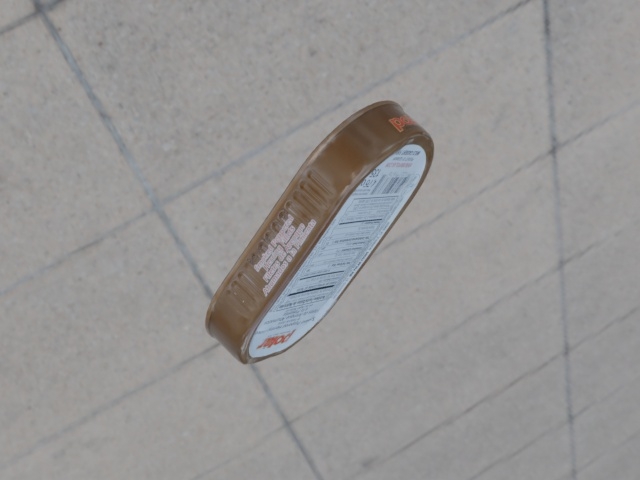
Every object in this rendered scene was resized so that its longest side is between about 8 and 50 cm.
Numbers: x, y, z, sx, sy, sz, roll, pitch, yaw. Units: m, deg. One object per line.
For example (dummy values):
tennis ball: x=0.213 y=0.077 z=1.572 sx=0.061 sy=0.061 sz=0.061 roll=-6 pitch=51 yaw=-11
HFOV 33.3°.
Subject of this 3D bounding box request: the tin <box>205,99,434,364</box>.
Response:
tin: x=0.000 y=0.000 z=0.656 sx=0.190 sy=0.040 sz=0.106 roll=-55 pitch=155 yaw=21
